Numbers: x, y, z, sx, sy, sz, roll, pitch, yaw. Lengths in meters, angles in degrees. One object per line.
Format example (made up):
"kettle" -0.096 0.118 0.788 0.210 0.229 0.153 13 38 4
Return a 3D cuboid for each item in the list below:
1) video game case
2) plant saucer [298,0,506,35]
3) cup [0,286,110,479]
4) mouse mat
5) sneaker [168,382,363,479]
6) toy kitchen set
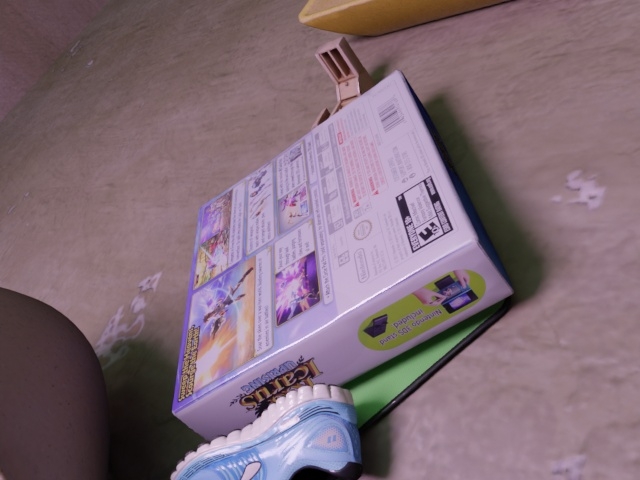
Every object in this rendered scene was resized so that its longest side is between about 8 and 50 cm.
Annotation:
"video game case" 0.000 0.000 0.539 0.244 0.061 0.270 -31 33 17
"plant saucer" 0.177 -0.363 0.743 0.332 0.081 0.333 2 56 46
"cup" -0.297 0.161 0.502 0.331 0.331 0.237 -31 8 16
"mouse mat" 0.034 0.066 0.496 0.189 0.007 0.153 -42 35 4
"sneaker" -0.039 0.160 0.421 0.162 0.063 0.073 -40 49 21
"toy kitchen set" 0.004 -0.153 0.694 0.068 0.075 0.083 -9 43 41
